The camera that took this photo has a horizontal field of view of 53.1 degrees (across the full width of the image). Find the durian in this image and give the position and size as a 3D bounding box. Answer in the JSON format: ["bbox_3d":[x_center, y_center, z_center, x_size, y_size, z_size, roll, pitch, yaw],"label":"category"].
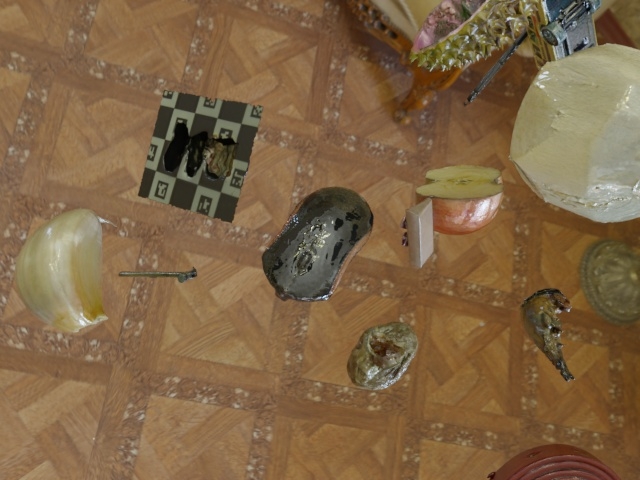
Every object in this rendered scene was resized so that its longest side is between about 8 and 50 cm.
[{"bbox_3d":[0.273,-0.387,1.122,0.154,0.260,0.186,43,48,-4],"label":"durian"}]

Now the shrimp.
[{"bbox_3d":[0.513,0.191,1.412,0.066,0.117,0.262,35,20,-25],"label":"shrimp"}]

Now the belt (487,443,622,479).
[{"bbox_3d":[0.390,0.510,1.136,0.324,0.115,0.227,-44,78,0],"label":"belt"}]

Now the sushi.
[{"bbox_3d":[-0.284,-0.214,1.650,0.100,0.373,0.296,13,92,-54],"label":"sushi"}]

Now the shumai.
[{"bbox_3d":[0.148,0.285,1.642,0.209,0.153,0.161,-35,63,3],"label":"shumai"}]

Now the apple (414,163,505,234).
[{"bbox_3d":[0.406,-0.100,1.843,0.293,0.251,0.163,-50,138,-56],"label":"apple"}]

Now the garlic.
[{"bbox_3d":[-0.450,0.042,1.143,0.164,0.145,0.245,23,50,-37],"label":"garlic"}]

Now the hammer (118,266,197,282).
[{"bbox_3d":[-0.312,0.064,1.227,0.062,0.182,0.017,-22,109,-61],"label":"hammer"}]

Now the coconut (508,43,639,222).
[{"bbox_3d":[0.391,-0.155,0.921,0.245,0.247,0.245,-21,124,-35],"label":"coconut"}]

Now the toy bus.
[{"bbox_3d":[0.507,-0.432,1.344,0.121,0.335,0.123,-43,52,2],"label":"toy bus"}]

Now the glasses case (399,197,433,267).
[{"bbox_3d":[0.261,-0.033,1.719,0.070,0.194,0.102,20,49,30],"label":"glasses case"}]

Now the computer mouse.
[{"bbox_3d":[0.001,-0.003,1.439,0.183,0.116,0.323,29,61,9],"label":"computer mouse"}]

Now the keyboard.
[{"bbox_3d":[0.417,-0.413,1.456,0.016,0.106,0.262,40,95,3],"label":"keyboard"}]
